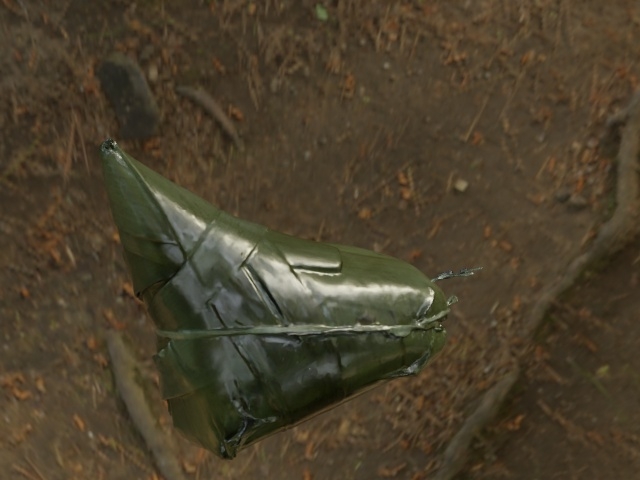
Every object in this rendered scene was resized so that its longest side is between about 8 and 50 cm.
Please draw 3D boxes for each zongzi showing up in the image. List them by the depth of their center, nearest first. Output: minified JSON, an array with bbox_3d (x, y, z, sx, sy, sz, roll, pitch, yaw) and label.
[{"bbox_3d":[0.000,0.000,0.527,0.154,0.062,0.130,-21,104,-21],"label":"zongzi"}]
